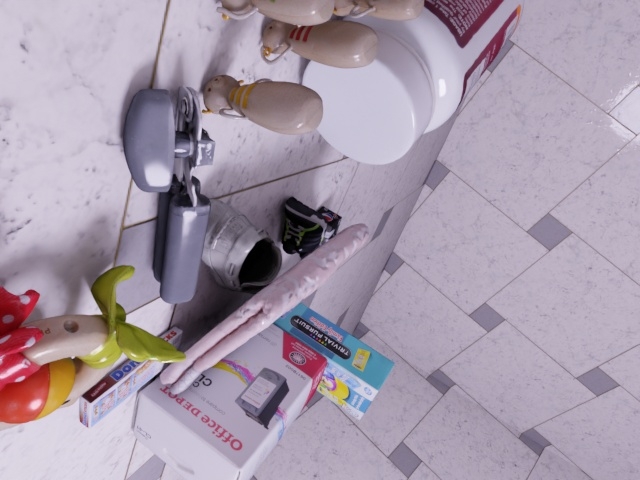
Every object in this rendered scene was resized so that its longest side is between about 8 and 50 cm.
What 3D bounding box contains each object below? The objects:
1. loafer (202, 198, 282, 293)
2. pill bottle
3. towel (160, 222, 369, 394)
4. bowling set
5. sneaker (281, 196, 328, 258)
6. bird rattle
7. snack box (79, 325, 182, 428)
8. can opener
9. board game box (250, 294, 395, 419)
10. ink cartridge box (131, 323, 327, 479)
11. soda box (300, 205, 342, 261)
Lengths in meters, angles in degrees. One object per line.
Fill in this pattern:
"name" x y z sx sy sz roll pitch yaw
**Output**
"loafer" -0.117 0.037 0.757 0.112 0.111 0.319 -57 165 -10
"pill bottle" 0.156 -0.312 0.760 0.392 0.224 0.224 -50 163 -30
"towel" -0.086 0.109 0.812 0.317 0.053 0.332 -40 179 35
"bowling set" -0.022 -0.270 0.490 0.287 0.154 0.200 -50 144 -27
"sneaker" -0.038 -0.011 0.978 0.097 0.084 0.235 -56 165 -8
"bird rattle" -0.263 0.121 0.436 0.207 0.143 0.253 -47 167 21
"snack box" -0.282 0.203 0.714 0.178 0.022 0.064 -40 157 -52
"can opener" -0.179 -0.040 0.534 0.095 0.076 0.283 -6 133 -31
"board game box" -0.013 0.266 1.102 0.079 0.336 0.254 -51 163 -30
"ink cartridge box" -0.159 0.293 0.895 0.306 0.226 0.131 -38 154 -55
"soda box" 0.000 0.000 1.171 0.053 0.060 0.169 -45 160 -41
